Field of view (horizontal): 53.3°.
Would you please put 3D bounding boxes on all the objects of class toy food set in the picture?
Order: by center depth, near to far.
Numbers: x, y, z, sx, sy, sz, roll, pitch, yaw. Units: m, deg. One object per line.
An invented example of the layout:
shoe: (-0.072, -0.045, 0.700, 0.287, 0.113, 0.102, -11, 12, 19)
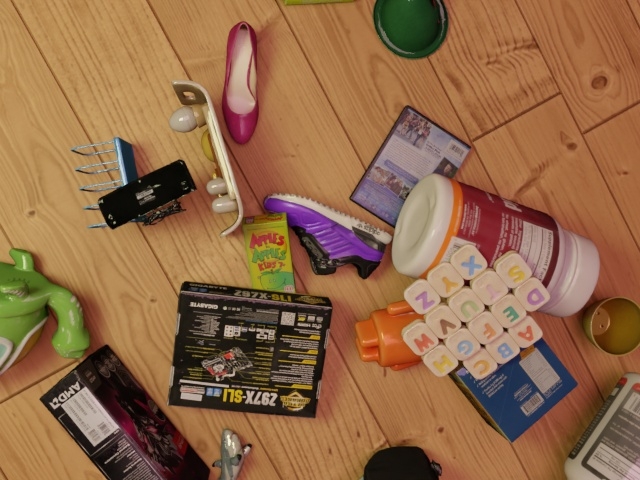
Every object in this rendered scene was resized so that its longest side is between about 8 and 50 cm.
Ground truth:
toy food set: (-0.232, -0.156, 1.288, 0.092, 0.220, 0.306, -16, 93, -7)

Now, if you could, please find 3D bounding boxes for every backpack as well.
backpack: (0.145, 0.661, 1.340, 0.273, 0.290, 0.356, -7, 99, 1)

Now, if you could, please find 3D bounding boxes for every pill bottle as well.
pill bottle: (0.371, 0.021, 1.359, 0.392, 0.224, 0.224, 18, 89, -14)
pill bottle: (0.680, 0.497, 1.422, 0.210, 0.210, 0.363, 36, 87, -6)

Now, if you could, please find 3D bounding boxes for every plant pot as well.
plant pot: (0.660, 0.192, 1.471, 0.134, 0.095, 0.134, 0, 90, -7)

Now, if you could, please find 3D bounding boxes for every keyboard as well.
keyboard: (-0.332, -0.076, 1.249, 0.192, 0.038, 0.100, -25, 80, 4)

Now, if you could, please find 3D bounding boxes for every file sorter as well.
file sorter: (-0.435, -0.113, 1.316, 0.104, 0.118, 0.170, -11, 92, -3)

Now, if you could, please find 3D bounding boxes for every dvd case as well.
dvd case: (0.203, -0.153, 1.444, 0.180, 0.022, 0.253, 32, 87, -6)

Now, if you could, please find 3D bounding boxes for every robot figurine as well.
robot figurine: (0.187, 0.206, 1.396, 0.219, 0.128, 0.158, -9, 86, -6)

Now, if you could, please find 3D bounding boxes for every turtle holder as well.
turtle holder: (-0.643, 0.147, 1.257, 0.320, 0.243, 0.228, 0, 110, -46)

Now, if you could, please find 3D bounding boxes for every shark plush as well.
shark plush: (-0.206, 0.496, 1.402, 0.067, 0.073, 0.161, 21, 109, 12)

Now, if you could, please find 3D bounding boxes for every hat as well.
hat: (0.209, -0.511, 1.357, 0.173, 0.183, 0.209, -29, 94, -6)

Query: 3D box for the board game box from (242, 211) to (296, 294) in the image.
board game box: (-0.107, 0.034, 1.353, 0.092, 0.043, 0.181, -6, 119, 0)

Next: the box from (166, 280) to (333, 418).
box: (-0.149, 0.233, 1.354, 0.321, 0.079, 0.257, 6, 104, -7)

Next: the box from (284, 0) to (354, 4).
box: (-0.014, -0.577, 1.398, 0.178, 0.042, 0.109, -5, 91, -7)

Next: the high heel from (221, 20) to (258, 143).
high heel: (-0.164, -0.330, 1.345, 0.082, 0.117, 0.244, 6, 90, -8)

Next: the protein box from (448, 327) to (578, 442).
protein box: (0.411, 0.292, 1.420, 0.199, 0.136, 0.201, -39, 95, -5)

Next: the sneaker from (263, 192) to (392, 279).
sneaker: (0.000, 0.000, 1.380, 0.293, 0.102, 0.146, 22, 89, -7)

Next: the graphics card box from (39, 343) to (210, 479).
graphics card box: (-0.373, 0.395, 1.272, 0.094, 0.233, 0.371, -39, 94, -1)

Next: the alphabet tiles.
alphabet tiles: (0.308, 0.150, 1.272, 0.284, 0.021, 0.278, -38, 111, 9)
